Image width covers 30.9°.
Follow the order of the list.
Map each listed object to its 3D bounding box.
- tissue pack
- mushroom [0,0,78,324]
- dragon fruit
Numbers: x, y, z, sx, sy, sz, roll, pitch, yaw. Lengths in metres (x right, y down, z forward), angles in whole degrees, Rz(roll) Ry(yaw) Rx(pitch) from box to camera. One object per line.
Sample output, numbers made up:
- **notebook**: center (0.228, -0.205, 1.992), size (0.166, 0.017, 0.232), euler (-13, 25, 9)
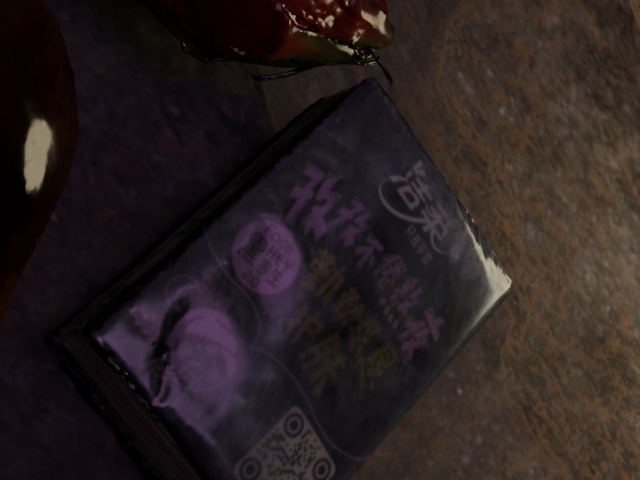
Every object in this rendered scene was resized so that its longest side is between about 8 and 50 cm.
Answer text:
- **tissue pack**: center (-0.015, 0.063, 0.986), size (0.361, 0.122, 0.259), euler (-46, 111, -30)
- **mushroom**: center (-0.317, -0.037, 0.744), size (0.346, 0.259, 0.345), euler (-4, 104, -17)
- **dragon fruit**: center (-0.038, -0.237, 0.947), size (0.293, 0.234, 0.233), euler (38, 61, -10)
